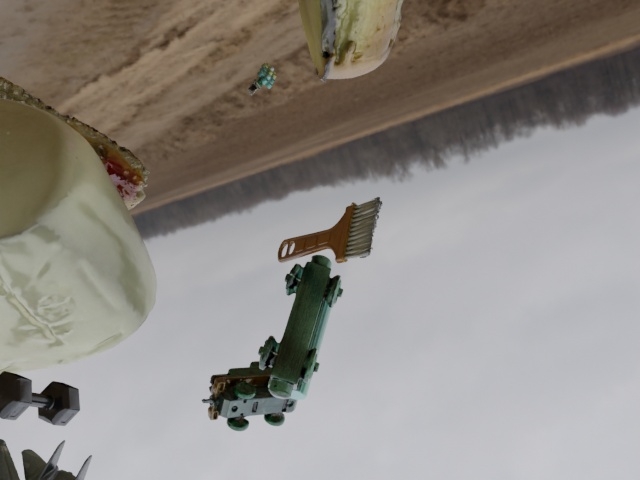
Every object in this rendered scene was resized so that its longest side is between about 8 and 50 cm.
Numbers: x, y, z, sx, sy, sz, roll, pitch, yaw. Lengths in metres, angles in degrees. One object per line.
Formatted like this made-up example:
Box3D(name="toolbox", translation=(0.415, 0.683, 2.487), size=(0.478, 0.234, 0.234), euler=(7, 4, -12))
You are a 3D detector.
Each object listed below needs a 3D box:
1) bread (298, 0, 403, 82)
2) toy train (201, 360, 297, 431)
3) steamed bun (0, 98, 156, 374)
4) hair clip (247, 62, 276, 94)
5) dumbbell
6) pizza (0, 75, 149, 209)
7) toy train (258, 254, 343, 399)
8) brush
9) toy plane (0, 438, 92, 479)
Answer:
Box3D(name="bread", translation=(0.046, -0.350, 1.014), size=(0.163, 0.204, 0.262), euler=(5, -137, -8))
Box3D(name="toy train", translation=(-0.136, 0.302, 1.366), size=(0.228, 0.091, 0.136), euler=(3, -158, -29))
Box3D(name="steamed bun", translation=(-0.472, 0.006, 0.921), size=(0.456, 0.371, 0.290), euler=(-7, -129, 2))
Box3D(name="hair clip", translation=(-0.129, -0.380, 1.590), size=(0.049, 0.049, 0.173), euler=(-16, -153, 16))
Box3D(name="dumbbell", translation=(-0.246, 0.137, 0.586), size=(0.036, 0.040, 0.083), euler=(-18, 156, 15))
Box3D(name="pizza", translation=(-0.558, -0.158, 1.185), size=(0.440, 0.406, 0.130), euler=(-4, -128, 24))
Box3D(name="toy train", translation=(-0.031, 0.152, 1.139), size=(0.101, 0.248, 0.159), euler=(15, 154, 7))
Box3D(name="brush", translation=(0.000, 0.000, 1.063), size=(0.017, 0.090, 0.314), euler=(21, 163, -24))
Box3D(name="toy plane", translation=(-0.371, 0.355, 0.810), size=(0.212, 0.088, 0.267), euler=(26, -155, 5))
